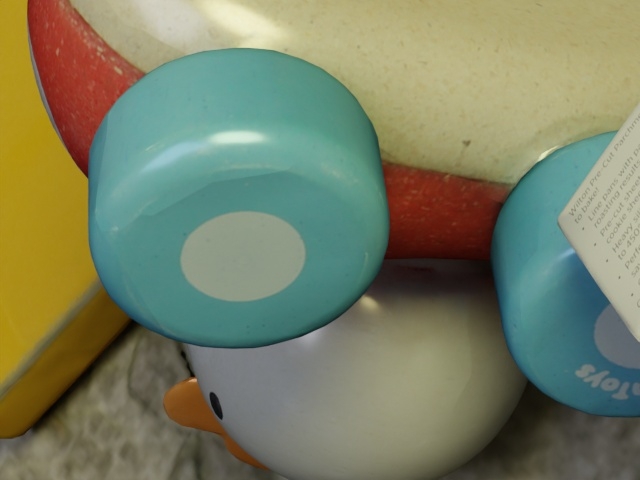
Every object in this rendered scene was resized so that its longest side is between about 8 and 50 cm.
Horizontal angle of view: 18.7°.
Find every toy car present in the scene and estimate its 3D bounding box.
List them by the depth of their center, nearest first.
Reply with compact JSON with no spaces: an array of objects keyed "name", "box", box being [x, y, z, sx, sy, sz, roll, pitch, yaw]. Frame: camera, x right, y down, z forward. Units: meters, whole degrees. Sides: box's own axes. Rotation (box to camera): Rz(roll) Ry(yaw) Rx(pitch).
[{"name":"toy car","box":[0.000,0.000,0.598,0.219,0.210,0.238,-97,22,-48]}]

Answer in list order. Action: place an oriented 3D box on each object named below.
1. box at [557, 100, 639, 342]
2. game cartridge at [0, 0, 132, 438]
[{"name":"box","box":[0.170,-0.106,0.389,0.324,0.063,0.067,-56,22,15]},{"name":"game cartridge","box":[-0.091,-0.127,0.788,0.323,0.052,0.285,-44,58,22]}]
